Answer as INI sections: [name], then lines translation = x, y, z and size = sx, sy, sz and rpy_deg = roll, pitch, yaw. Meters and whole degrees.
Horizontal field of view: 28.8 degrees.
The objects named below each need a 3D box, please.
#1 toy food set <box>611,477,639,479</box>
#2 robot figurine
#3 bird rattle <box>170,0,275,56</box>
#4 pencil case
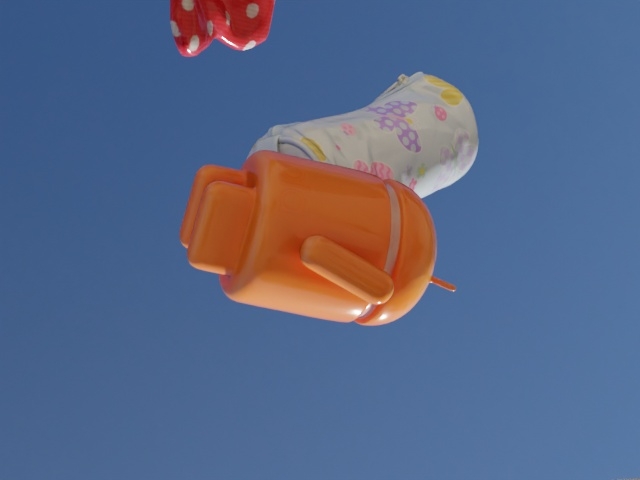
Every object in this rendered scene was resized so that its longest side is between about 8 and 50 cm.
[toy food set]
translation = 0.320, 0.275, 1.158
size = 0.104, 0.232, 0.111
rpy_deg = 50, -143, -70
[robot figurine]
translation = 0.000, 0.001, 1.009
size = 0.219, 0.158, 0.128
rpy_deg = 11, -111, -19
[bird rattle]
translation = 0.019, -0.203, 0.622
size = 0.207, 0.143, 0.253
rpy_deg = 1, -58, -31
[pencil case]
translation = 0.046, -0.082, 1.238
size = 0.273, 0.113, 0.124
rpy_deg = -28, -64, -46
